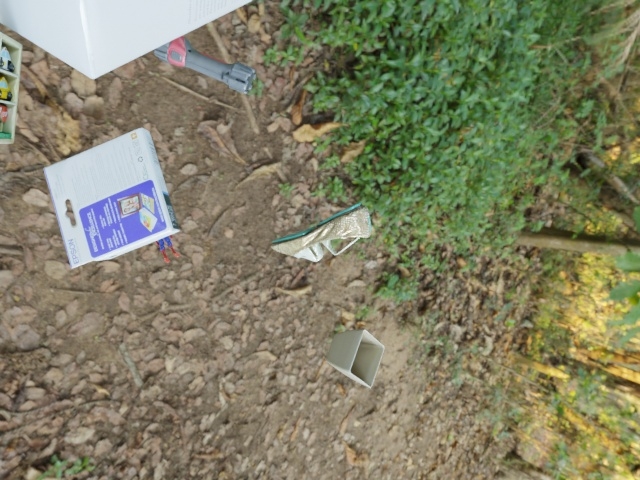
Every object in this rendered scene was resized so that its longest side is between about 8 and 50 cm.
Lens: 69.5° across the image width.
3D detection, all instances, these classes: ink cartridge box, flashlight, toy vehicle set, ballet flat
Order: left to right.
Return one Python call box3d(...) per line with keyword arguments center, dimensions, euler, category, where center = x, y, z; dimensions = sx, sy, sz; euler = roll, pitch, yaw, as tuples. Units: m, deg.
box3d(center=(-0.494, -0.222, 0.654), dimensions=(0.035, 0.267, 0.166), euler=(8, 100, -17), category="toy vehicle set")
box3d(center=(-0.388, -0.077, 0.856), dimensions=(0.045, 0.208, 0.206), euler=(32, 38, -80), category="ink cartridge box")
box3d(center=(-0.350, -0.551, 1.421), dimensions=(0.103, 0.304, 0.103), euler=(171, -60, -88), category="flashlight")
box3d(center=(0.000, 0.000, 0.804), dimensions=(0.073, 0.206, 0.067), euler=(-30, 97, -55), category="ballet flat")

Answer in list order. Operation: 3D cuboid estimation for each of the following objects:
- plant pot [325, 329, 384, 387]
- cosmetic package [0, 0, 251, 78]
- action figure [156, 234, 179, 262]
box3d(center=(0.078, 0.284, 1.138), dimensions=(0.109, 0.096, 0.109), euler=(45, 58, -40), category="plant pot")
box3d(center=(-0.329, -0.494, 0.834), dimensions=(0.453, 0.230, 0.162), euler=(-51, 169, -39), category="cosmetic package")
box3d(center=(-0.339, -0.005, 0.993), dimensions=(0.038, 0.115, 0.030), euler=(-31, 155, -4), category="action figure")
